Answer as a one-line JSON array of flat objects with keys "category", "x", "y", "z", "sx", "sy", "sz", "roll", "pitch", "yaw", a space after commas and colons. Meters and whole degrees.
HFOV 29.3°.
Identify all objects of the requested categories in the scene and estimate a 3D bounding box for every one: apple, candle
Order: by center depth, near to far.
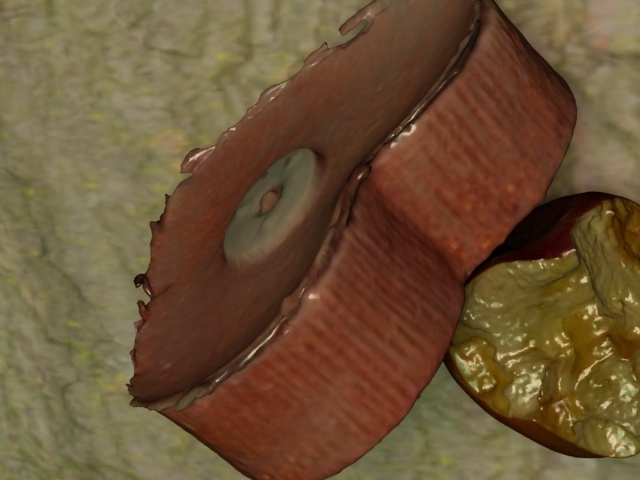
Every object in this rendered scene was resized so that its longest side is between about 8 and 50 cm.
[{"category": "candle", "x": 0.000, "y": 0.000, "z": 0.756, "sx": 0.131, "sy": 0.317, "sz": 0.287, "roll": 44, "pitch": 156, "yaw": -26}, {"category": "apple", "x": 0.157, "y": 0.057, "z": 0.763, "sx": 0.156, "sy": 0.147, "sz": 0.158, "roll": -33, "pitch": 99, "yaw": -10}]
